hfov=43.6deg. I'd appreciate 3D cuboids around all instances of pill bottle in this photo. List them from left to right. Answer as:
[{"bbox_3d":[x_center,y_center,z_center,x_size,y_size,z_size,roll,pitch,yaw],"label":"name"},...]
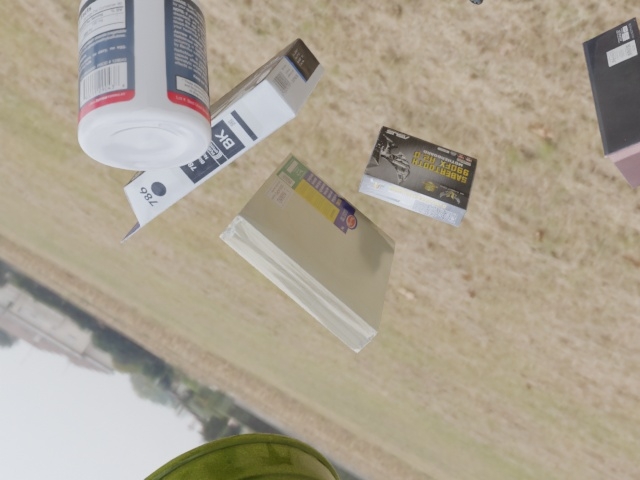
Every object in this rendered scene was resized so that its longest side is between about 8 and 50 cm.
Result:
[{"bbox_3d":[-0.149,-0.160,0.675,0.107,0.180,0.108,-5,161,-2],"label":"pill bottle"}]

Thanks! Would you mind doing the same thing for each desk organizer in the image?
[{"bbox_3d":[0.249,-0.110,0.637,0.047,0.130,0.050,-23,136,32],"label":"desk organizer"}]

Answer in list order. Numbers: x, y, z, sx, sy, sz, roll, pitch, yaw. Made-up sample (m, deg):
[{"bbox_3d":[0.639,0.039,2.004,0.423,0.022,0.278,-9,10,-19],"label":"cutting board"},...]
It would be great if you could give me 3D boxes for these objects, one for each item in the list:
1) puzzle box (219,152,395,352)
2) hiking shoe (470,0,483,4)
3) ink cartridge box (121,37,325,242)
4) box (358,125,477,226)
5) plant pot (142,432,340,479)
[{"bbox_3d":[0.000,0.000,1.343,0.272,0.052,0.409,40,-160,-5],"label":"puzzle box"},{"bbox_3d":[0.211,-0.296,0.776,0.132,0.304,0.113,63,150,10],"label":"hiking shoe"},{"bbox_3d":[-0.150,-0.132,1.068,0.332,0.165,0.065,-33,109,28],"label":"ink cartridge box"},{"bbox_3d":[0.215,-0.143,1.742,0.231,0.183,0.056,20,135,3],"label":"box"},{"bbox_3d":[-0.056,0.485,0.944,0.366,0.366,0.353,41,180,-35],"label":"plant pot"}]
